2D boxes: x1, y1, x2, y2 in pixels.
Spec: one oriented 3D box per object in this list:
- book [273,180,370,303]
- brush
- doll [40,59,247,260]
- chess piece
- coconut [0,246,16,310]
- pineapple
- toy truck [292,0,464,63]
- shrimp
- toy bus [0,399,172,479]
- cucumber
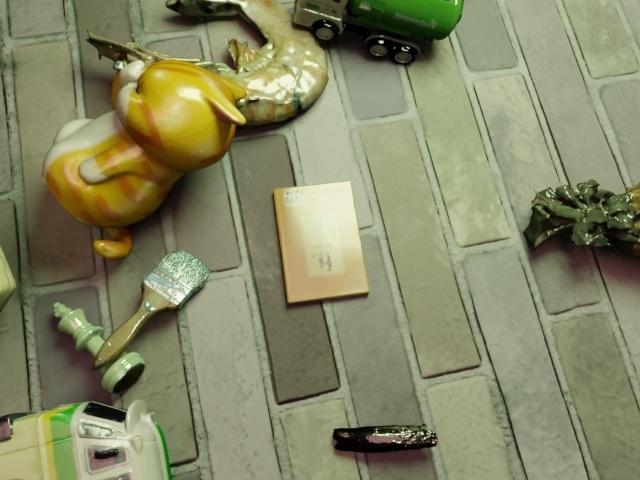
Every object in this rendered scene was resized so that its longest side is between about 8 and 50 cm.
[{"bbox_3d":[0.000,0.000,0.785,0.118,0.012,0.172,-6,75,-5],"label":"book"},{"bbox_3d":[-0.225,0.091,0.711,0.070,0.021,0.196,34,57,5],"label":"brush"},{"bbox_3d":[-0.230,-0.124,0.705,0.270,0.162,0.166,-38,38,17],"label":"doll"},{"bbox_3d":[-0.300,0.132,0.710,0.149,0.059,0.059,38,76,11],"label":"chess piece"},{"bbox_3d":[-0.550,0.048,0.570,0.416,0.344,0.415,0,94,-2],"label":"coconut"},{"bbox_3d":[0.421,-0.028,0.769,0.248,0.128,0.128,0,75,2],"label":"pineapple"},{"bbox_3d":[0.086,-0.356,0.818,0.243,0.125,0.101,11,75,-12],"label":"toy truck"},{"bbox_3d":[-0.164,-0.288,0.822,0.360,0.085,0.246,6,70,-8],"label":"shrimp"},{"bbox_3d":[-0.251,0.331,0.612,0.179,0.143,0.305,-13,75,-9],"label":"toy bus"},{"bbox_3d":[0.084,0.259,0.708,0.135,0.034,0.033,-2,80,-4],"label":"cucumber"}]
